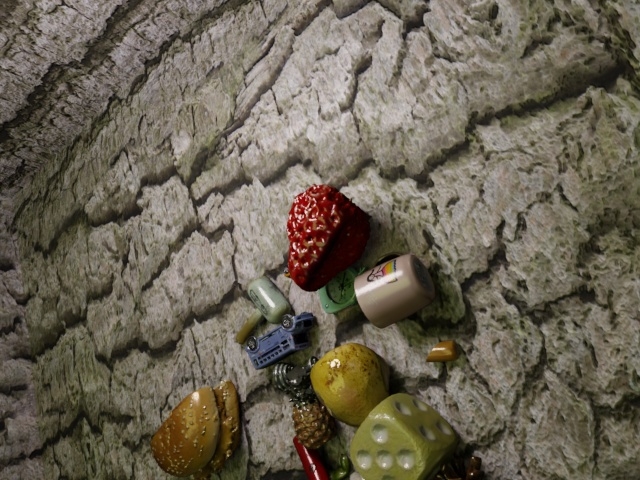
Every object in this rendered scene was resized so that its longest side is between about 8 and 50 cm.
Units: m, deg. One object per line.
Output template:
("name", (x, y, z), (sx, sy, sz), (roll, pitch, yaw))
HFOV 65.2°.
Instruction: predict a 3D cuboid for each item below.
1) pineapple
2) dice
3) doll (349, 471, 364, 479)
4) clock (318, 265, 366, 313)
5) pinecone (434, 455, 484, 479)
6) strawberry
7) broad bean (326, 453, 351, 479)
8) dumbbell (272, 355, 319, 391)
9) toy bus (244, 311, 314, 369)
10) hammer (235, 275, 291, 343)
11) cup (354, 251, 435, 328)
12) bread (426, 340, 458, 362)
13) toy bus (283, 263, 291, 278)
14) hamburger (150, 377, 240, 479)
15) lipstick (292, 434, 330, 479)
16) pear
("pineapple", (-0.041, 0.568, 1.742), (0.157, 0.157, 0.279), (-16, 91, 33))
("dice", (0.250, 0.618, 1.503), (0.233, 0.238, 0.227), (37, 106, 32))
("doll", (0.118, 0.880, 1.638), (0.138, 0.119, 0.293), (35, 105, 57))
("clock", (0.089, 0.165, 1.781), (0.210, 0.066, 0.160), (-22, 72, 31))
("pinecone", (0.424, 0.761, 1.321), (0.384, 0.384, 0.385), (-5, 81, 35))
("strawberry", (0.000, 0.000, 1.695), (0.295, 0.317, 0.345), (32, 91, 4))
("broad bean", (0.037, 0.828, 1.743), (0.214, 0.048, 0.070), (-52, 59, 17))
("dumbbell", (-0.067, 0.477, 1.836), (0.254, 0.110, 0.110), (-24, 71, 24))
("toy bus", (-0.141, 0.376, 1.881), (0.292, 0.125, 0.133), (-35, 71, 29))
("hammer", (-0.251, 0.306, 1.987), (0.202, 0.113, 0.305), (50, 117, 32))
("cup", (0.244, 0.134, 1.622), (0.200, 0.191, 0.253), (-30, 35, 25))
("bread", (0.377, 0.348, 1.564), (0.103, 0.049, 0.062), (-13, 77, 32))
("toy bus", (-0.065, 0.060, 1.892), (0.088, 0.083, 0.195), (23, 97, 34))
("hamburger", (-0.474, 0.793, 1.988), (0.287, 0.268, 0.446), (43, 108, 27))
("lipstick", (-0.018, 0.792, 1.728), (0.073, 0.073, 0.280), (-54, 41, 17))
("pear", (0.097, 0.469, 1.624), (0.271, 0.271, 0.271), (-5, 81, 35))
